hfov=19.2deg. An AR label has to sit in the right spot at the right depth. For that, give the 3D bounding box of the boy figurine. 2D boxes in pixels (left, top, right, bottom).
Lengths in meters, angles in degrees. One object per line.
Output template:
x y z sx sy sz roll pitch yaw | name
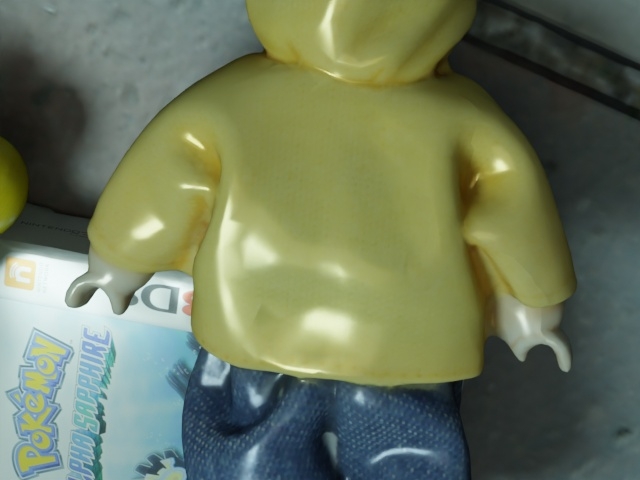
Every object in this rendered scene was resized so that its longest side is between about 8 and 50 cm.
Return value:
0.000 0.000 0.659 0.177 0.092 0.285 1 93 4 | boy figurine

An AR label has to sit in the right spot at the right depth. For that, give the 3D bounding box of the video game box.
-0.045 0.100 0.760 0.187 0.048 0.205 10 110 5 | video game box

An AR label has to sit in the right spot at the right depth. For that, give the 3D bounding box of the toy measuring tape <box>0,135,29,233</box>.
-0.263 0.011 0.656 0.330 0.121 0.121 -19 109 -15 | toy measuring tape
